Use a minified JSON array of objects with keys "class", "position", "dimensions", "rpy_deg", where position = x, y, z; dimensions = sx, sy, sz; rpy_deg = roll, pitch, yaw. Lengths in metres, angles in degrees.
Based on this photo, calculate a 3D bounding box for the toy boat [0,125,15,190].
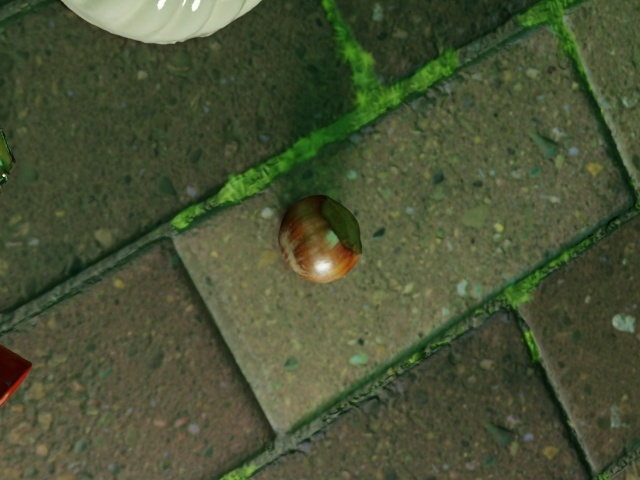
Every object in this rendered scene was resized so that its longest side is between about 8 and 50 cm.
[{"class":"toy boat","position":[-0.333,-0.123,1.094],"dimensions":[0.088,0.068,0.226],"rpy_deg":[-22,101,-15]}]

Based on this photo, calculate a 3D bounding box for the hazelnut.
[{"class":"hazelnut","position":[0.000,0.000,1.241],"dimensions":[0.086,0.086,0.086],"rpy_deg":[-1,93,-23]}]

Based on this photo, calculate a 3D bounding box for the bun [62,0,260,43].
[{"class":"bun","position":[-0.127,-0.310,1.116],"dimensions":[0.263,0.175,0.263],"rpy_deg":[-1,93,-25]}]

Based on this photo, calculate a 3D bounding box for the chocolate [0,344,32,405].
[{"class":"chocolate","position":[-0.360,0.175,0.989],"dimensions":[0.108,0.235,0.237],"rpy_deg":[45,59,-6]}]
